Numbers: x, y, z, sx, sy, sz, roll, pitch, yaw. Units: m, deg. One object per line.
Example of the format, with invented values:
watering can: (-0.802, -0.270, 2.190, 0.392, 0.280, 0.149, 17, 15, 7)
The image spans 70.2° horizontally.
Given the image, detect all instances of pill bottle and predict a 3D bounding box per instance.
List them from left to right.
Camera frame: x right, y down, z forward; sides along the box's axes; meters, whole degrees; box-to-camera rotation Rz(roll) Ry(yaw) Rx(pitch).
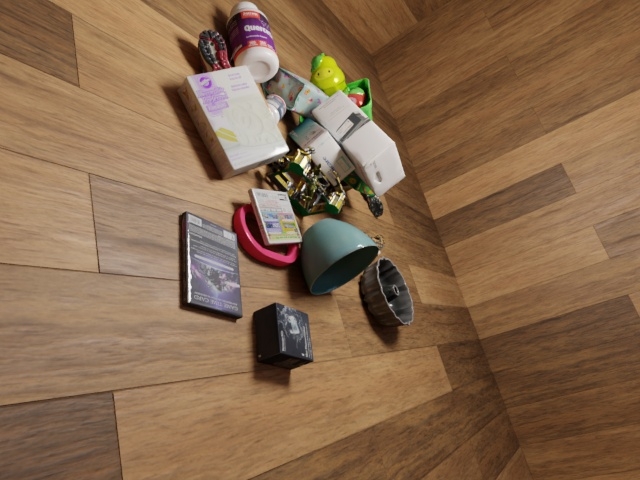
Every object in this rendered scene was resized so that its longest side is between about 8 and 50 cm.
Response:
pill bottle: (-0.290, -0.834, 1.905, 0.181, 0.182, 0.322, 19, 51, -55)
pill bottle: (-0.211, -0.514, 1.850, 0.108, 0.108, 0.180, 52, 30, -23)

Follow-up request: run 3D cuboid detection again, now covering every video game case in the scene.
video game case: (-0.301, 0.070, 1.267, 0.196, 0.026, 0.274, 29, 44, -49)
video game case: (-0.151, -0.079, 1.554, 0.212, 0.023, 0.193, -3, 72, -62)

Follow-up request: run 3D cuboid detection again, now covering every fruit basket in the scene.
fruit basket: (0.059, -0.695, 2.208, 0.392, 0.392, 0.283, 42, 34, -37)

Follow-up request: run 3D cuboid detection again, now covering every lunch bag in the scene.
lunch bag: (-0.134, -0.674, 2.070, 0.262, 0.160, 0.223, 38, 17, 24)

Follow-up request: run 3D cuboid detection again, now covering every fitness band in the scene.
fitness band: (-0.178, -0.020, 1.544, 0.291, 0.054, 0.209, 23, 50, -52)

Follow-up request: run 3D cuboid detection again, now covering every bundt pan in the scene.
bundt pan: (0.294, 0.246, 2.077, 0.331, 0.124, 0.330, 41, 35, -37)

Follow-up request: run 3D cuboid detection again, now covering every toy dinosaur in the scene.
toy dinosaur: (0.035, -0.216, 2.080, 0.268, 0.064, 0.118, 26, 59, -48)

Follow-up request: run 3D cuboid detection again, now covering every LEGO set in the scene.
LEGO set: (-0.036, -0.253, 1.770, 0.331, 0.255, 0.192, 42, 56, -24)

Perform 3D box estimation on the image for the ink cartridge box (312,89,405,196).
ink cartridge box: (0.170, -0.417, 1.984, 0.395, 0.166, 0.285, 53, 3, 29)

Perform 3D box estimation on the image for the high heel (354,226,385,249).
high heel: (0.234, -0.027, 2.235, 0.186, 0.093, 0.261, 64, 35, -14)

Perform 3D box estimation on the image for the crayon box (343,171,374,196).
crayon box: (0.151, -0.336, 2.235, 0.165, 0.081, 0.278, 12, 29, -51)

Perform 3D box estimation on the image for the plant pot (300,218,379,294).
plant pot: (0.040, 0.034, 1.664, 0.195, 0.290, 0.290, 57, 23, 22)

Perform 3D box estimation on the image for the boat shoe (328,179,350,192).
boat shoe: (0.109, -0.281, 2.252, 0.233, 0.084, 0.079, -11, 77, -60)

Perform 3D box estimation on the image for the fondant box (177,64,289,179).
fondant box: (-0.286, -0.398, 1.523, 0.238, 0.096, 0.330, -29, 91, -37)

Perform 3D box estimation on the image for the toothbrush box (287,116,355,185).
toothbrush box: (0.000, -0.390, 1.978, 0.216, 0.126, 0.295, 48, 5, -30)

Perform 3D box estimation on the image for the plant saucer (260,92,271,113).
plant saucer: (-0.244, -0.458, 1.682, 0.037, 0.200, 0.200, -27, 91, -30)

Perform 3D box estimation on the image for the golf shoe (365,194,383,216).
golf shoe: (0.301, -0.229, 2.562, 0.094, 0.077, 0.198, -76, 144, -69)

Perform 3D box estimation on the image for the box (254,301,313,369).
box: (-0.108, 0.285, 1.350, 0.158, 0.093, 0.156, 30, 42, -47)

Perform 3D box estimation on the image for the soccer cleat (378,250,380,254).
soccer cleat: (0.198, 0.036, 2.094, 0.196, 0.068, 0.076, 7, 75, -33)

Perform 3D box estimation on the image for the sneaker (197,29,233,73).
sneaker: (-0.364, -0.600, 1.658, 0.121, 0.112, 0.299, -16, 92, -22)
